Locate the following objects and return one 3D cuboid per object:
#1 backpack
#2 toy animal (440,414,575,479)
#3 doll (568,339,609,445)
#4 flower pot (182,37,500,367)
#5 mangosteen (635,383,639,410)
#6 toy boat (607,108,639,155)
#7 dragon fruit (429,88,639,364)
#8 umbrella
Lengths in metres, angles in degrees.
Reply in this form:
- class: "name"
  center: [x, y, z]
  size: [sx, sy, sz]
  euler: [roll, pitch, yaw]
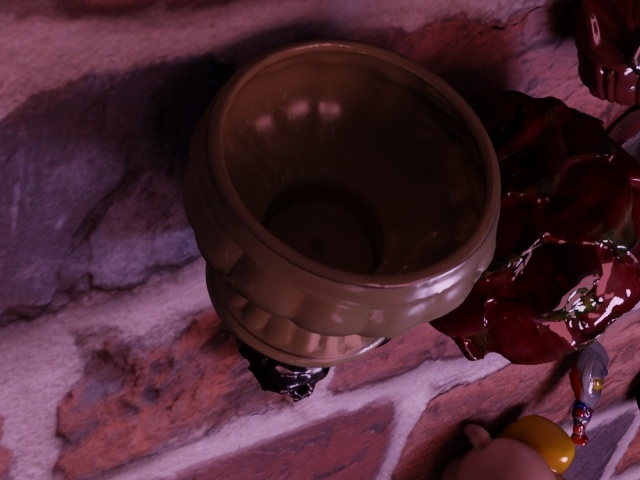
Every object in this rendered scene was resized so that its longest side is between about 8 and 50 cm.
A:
- class: "backpack"
  center: [0.377, -0.260, 1.475]
  size: [0.229, 0.139, 0.229]
  euler: [-39, 143, -38]
- class: "toy animal"
  center: [0.316, 0.475, 2.068]
  size: [0.277, 0.345, 0.247]
  euler: [-40, 154, 24]
- class: "doll"
  center: [0.453, 0.250, 2.142]
  size: [0.104, 0.062, 0.195]
  euler: [0, 99, -53]
- class: "flower pot"
  center: [0.012, -0.020, 1.236]
  size: [0.307, 0.307, 0.244]
  euler: [-25, 159, -26]
- class: "mangosteen"
  center: [0.684, 0.306, 2.409]
  size: [0.137, 0.151, 0.137]
  euler: [-29, 131, -39]
- class: "toy boat"
  center: [0.435, -0.136, 1.771]
  size: [0.096, 0.034, 0.122]
  euler: [-41, 155, -3]
- class: "dragon fruit"
  center: [0.227, -0.015, 1.432]
  size: [0.329, 0.329, 0.329]
  euler: [-27, 144, -22]
- class: "umbrella"
  center: [0.031, 0.098, 1.539]
  size: [0.272, 0.110, 0.122]
  euler: [-28, 109, -23]
